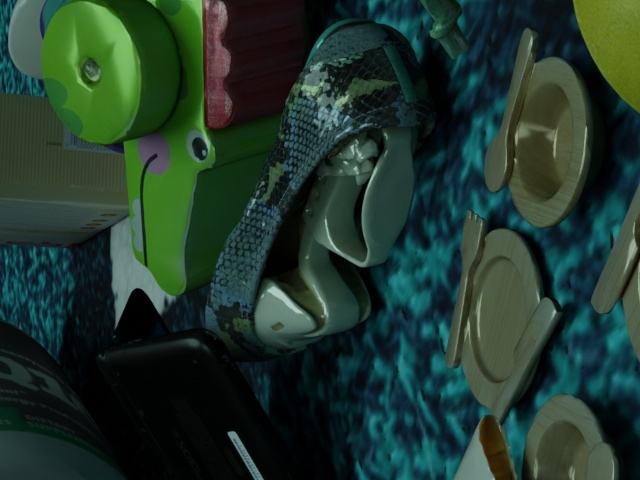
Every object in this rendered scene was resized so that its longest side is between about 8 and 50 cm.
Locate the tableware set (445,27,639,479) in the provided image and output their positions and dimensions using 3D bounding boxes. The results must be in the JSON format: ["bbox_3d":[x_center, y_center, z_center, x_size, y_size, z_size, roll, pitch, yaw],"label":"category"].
[{"bbox_3d":[0.078,0.020,0.559,0.168,0.020,0.141,-118,37,-54],"label":"tableware set"}]

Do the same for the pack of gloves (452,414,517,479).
[{"bbox_3d":[0.030,0.204,0.595,0.232,0.046,0.195,108,157,-48],"label":"pack of gloves"}]

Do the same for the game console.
[{"bbox_3d":[-0.039,0.080,0.787,0.107,0.071,0.122,-13,113,44],"label":"game console"}]

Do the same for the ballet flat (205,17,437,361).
[{"bbox_3d":[0.000,0.000,0.716,0.070,0.070,0.188,-107,25,-43],"label":"ballet flat"}]

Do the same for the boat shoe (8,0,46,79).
[{"bbox_3d":[-0.164,-0.190,1.178,0.063,0.066,0.184,-93,18,-47],"label":"boat shoe"}]

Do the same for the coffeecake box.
[{"bbox_3d":[-0.207,-0.043,1.152,0.185,0.142,0.068,158,114,-67],"label":"coffeecake box"}]

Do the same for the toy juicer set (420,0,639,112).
[{"bbox_3d":[0.032,-0.194,0.446,0.089,0.209,0.329,-26,64,57],"label":"toy juicer set"}]

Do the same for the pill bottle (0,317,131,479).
[{"bbox_3d":[-0.232,0.159,1.103,0.361,0.204,0.204,-144,59,-65],"label":"pill bottle"}]

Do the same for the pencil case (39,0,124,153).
[{"bbox_3d":[-0.125,-0.110,1.054,0.151,0.065,0.070,-126,28,-59],"label":"pencil case"}]

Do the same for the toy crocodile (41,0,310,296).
[{"bbox_3d":[-0.047,-0.143,0.773,0.105,0.115,0.340,12,107,39],"label":"toy crocodile"}]
